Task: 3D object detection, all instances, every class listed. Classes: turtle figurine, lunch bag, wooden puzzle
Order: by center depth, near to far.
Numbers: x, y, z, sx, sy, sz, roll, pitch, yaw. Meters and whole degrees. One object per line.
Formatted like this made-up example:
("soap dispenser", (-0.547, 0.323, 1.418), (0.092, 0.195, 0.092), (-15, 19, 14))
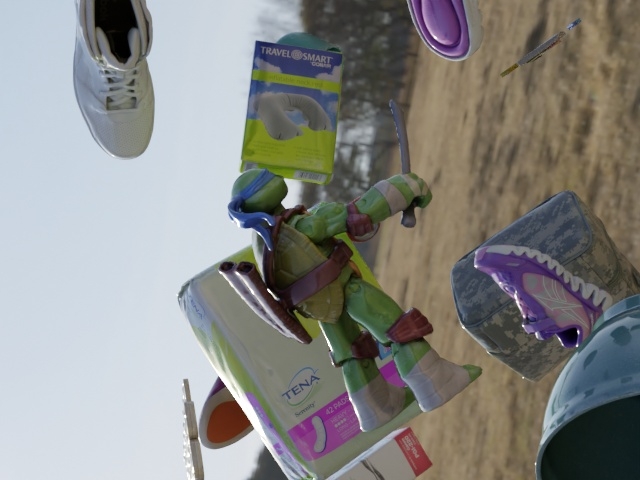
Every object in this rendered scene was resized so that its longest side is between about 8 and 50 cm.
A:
("turtle figurine", (0.044, 0.024, 1.016), (0.266, 0.198, 0.275), (58, -165, -2))
("wooden puzzle", (0.303, -0.261, 1.471), (0.116, 0.014, 0.078), (-35, 1, 31))
("lunch bag", (0.418, 0.102, 1.934), (0.305, 0.256, 0.212), (-37, 27, 20))

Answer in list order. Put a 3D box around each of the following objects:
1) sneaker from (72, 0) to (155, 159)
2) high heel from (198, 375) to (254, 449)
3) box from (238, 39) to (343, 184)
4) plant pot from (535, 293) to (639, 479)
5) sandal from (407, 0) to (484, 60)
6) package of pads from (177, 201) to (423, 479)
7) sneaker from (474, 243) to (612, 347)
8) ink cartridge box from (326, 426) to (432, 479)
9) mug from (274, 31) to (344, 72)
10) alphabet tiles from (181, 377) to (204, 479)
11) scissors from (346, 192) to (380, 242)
("sneaker", (-0.260, -0.215, 1.343), (0.169, 0.108, 0.292), (-116, 20, -61))
("high heel", (-0.136, 0.241, 2.150), (0.377, 0.127, 0.181), (-54, 21, 19))
("box", (-0.033, -0.159, 1.255), (0.042, 0.109, 0.178), (116, 160, -68))
("plant pot", (0.389, 0.181, 1.189), (0.293, 0.293, 0.196), (100, -177, -45))
("sandal", (0.143, -0.448, 1.679), (0.102, 0.169, 0.416), (-48, -58, -28))
("package of pads", (-0.016, 0.132, 1.344), (0.229, 0.296, 0.101), (-30, -7, -27))
("sneaker", (0.316, 0.085, 1.553), (0.095, 0.236, 0.104), (-4, 61, 63))
("ink cartridge box", (0.076, 0.449, 2.017), (0.218, 0.092, 0.158), (-30, -1, -34))
("mug", (-0.043, -0.274, 1.745), (0.158, 0.097, 0.129), (-5, -60, -63))
("alphabet tiles", (-0.229, 0.403, 1.932), (0.284, 0.021, 0.278), (101, 159, -59))
("scissors", (0.000, 0.000, 1.850), (0.297, 0.021, 0.109), (-26, -38, -29))
